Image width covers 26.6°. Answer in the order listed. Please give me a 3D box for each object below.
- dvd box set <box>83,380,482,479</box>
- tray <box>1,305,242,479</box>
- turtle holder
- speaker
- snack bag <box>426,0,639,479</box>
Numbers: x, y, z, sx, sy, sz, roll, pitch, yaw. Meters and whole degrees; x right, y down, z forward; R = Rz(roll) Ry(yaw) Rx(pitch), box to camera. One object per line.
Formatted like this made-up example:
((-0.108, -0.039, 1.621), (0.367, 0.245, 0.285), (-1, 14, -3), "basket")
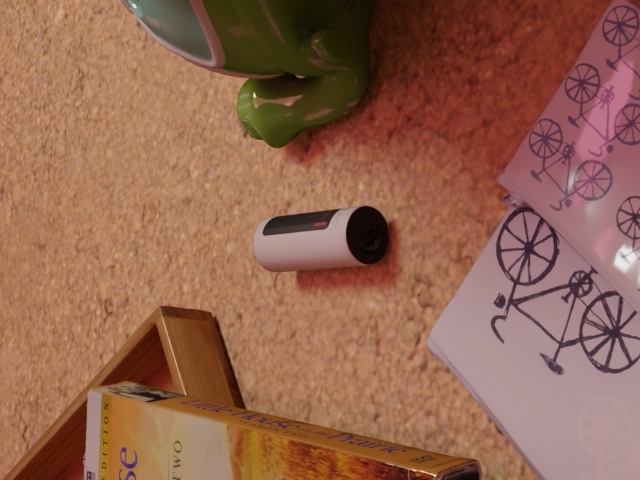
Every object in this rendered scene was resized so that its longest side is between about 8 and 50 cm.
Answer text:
((-0.054, 0.303, 1.168), (0.420, 0.062, 0.308), (7, 96, 42), "dvd box set")
((-0.222, 0.270, 1.439), (0.411, 0.076, 0.203), (-46, 51, 35), "tray")
((-0.057, -0.255, 1.218), (0.227, 0.320, 0.243), (1, 68, 29), "turtle holder")
((0.000, 0.000, 1.244), (0.136, 0.055, 0.055), (-5, 79, 50), "speaker")
((0.226, 0.040, 0.983), (0.323, 0.037, 0.343), (52, 121, 41), "snack bag")
